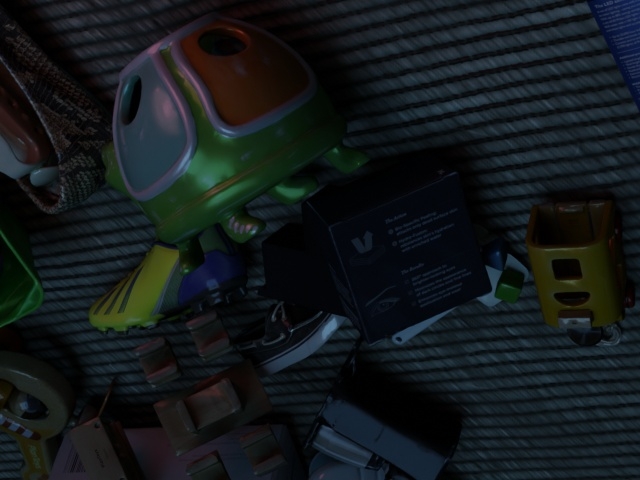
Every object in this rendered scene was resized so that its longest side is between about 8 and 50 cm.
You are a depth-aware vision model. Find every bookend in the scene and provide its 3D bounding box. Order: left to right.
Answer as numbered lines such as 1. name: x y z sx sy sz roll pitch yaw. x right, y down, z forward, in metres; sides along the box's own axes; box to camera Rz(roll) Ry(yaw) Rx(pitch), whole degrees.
1. bookend: 0.000 0.000 1.677 0.157 0.072 0.156 12 121 31

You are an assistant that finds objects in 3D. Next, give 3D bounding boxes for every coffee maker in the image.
1. coffee maker: 0.088 0.238 1.795 0.178 0.120 0.171 27 132 3

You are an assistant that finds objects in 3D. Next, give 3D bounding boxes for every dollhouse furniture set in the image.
1. dollhouse furniture set: -0.183 0.242 1.815 0.212 0.242 0.161 64 177 11

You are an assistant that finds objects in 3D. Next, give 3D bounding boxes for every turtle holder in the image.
1. turtle holder: -0.116 -0.117 1.560 0.227 0.243 0.320 57 170 -4

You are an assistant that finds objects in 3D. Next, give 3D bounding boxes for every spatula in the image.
1. spatula: 0.120 0.040 1.687 0.168 0.019 0.242 41 133 -11

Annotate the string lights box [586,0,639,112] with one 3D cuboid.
1. string lights box: 0.347 -0.205 1.331 0.133 0.076 0.259 -14 119 34

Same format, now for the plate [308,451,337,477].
1. plate: 0.074 0.347 1.958 0.188 0.024 0.188 14 132 16

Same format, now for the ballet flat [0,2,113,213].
1. ballet flat: -0.431 -0.224 1.633 0.164 0.182 0.483 -27 111 40

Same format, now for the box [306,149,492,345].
1. box: 0.088 0.007 1.559 0.156 0.093 0.158 -23 115 -8

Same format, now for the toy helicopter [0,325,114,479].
1. toy helicopter: -0.419 0.281 2.107 0.235 0.140 0.355 9 141 8

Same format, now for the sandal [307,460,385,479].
1. sandal: 0.167 0.422 1.883 0.416 0.169 0.102 20 166 3

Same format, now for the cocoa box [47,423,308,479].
1. cocoa box: -0.197 0.418 1.960 0.347 0.231 0.228 -4 133 17

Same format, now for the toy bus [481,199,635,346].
1. toy bus: 0.287 0.053 1.542 0.202 0.104 0.191 31 131 -7

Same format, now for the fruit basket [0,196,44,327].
1. fruit basket: -0.551 0.005 1.724 0.283 0.392 0.392 -26 115 12

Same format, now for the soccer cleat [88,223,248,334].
1. soccer cleat: -0.206 0.049 1.829 0.289 0.093 0.121 -20 85 42

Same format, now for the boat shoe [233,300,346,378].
1. boat shoe: -0.039 0.112 1.783 0.070 0.078 0.219 45 136 -10
